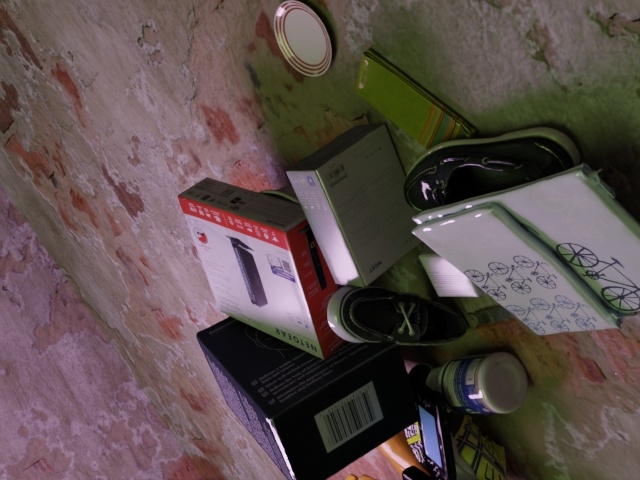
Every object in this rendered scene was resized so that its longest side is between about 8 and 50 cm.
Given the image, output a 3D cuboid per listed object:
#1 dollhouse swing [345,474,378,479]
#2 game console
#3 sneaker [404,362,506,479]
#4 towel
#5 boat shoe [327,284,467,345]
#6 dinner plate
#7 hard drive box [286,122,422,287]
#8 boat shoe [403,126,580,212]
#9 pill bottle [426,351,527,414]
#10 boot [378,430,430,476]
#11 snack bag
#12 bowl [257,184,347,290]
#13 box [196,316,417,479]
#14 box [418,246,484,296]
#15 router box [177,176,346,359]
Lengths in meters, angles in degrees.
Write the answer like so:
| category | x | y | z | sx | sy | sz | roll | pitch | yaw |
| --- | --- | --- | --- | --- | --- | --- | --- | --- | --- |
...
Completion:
| category | x | y | z | sx | sy | sz | roll | pitch | yaw |
| --- | --- | --- | --- | --- | --- | --- | --- | --- | --- |
| dollhouse swing | 0.134 | 0.844 | 2.202 | 0.347 | 0.305 | 0.315 | 8 | 127 | 51 |
| game console | 0.223 | 0.444 | 1.675 | 0.213 | 0.044 | 0.361 | 18 | 122 | 58 |
| sneaker | 0.287 | 0.430 | 1.766 | 0.384 | 0.147 | 0.145 | 68 | 153 | 11 |
| towel | 0.150 | -0.212 | 1.414 | 0.237 | 0.021 | 0.102 | 42 | 146 | 19 |
| boat shoe | 0.147 | 0.142 | 1.552 | 0.102 | 0.301 | 0.108 | -6 | 72 | 48 |
| dinner plate | -0.028 | -0.357 | 1.511 | 0.141 | 0.017 | 0.141 | 34 | 144 | 28 |
| hard drive box | 0.070 | -0.063 | 1.513 | 0.089 | 0.181 | 0.232 | 3 | 122 | 52 |
| boat shoe | 0.233 | -0.078 | 1.323 | 0.340 | 0.113 | 0.127 | -6 | 128 | 50 |
| pill bottle | 0.288 | 0.272 | 1.619 | 0.112 | 0.112 | 0.187 | 58 | 149 | -7 |
| boot | 0.202 | 0.471 | 1.871 | 0.295 | 0.104 | 0.211 | 56 | 177 | -25 |
| snack bag | 0.348 | 0.033 | 1.257 | 0.323 | 0.037 | 0.343 | 39 | 150 | -23 |
| bowl | 0.000 | 0.000 | 1.711 | 0.298 | 0.134 | 0.297 | 33 | 142 | 30 |
| box | -0.035 | 0.283 | 1.799 | 0.395 | 0.294 | 0.211 | 35 | 148 | 55 |
| box | 0.245 | 0.034 | 1.452 | 0.101 | 0.102 | 0.087 | -4 | 120 | 55 |
| router box | -0.112 | 0.050 | 1.700 | 0.336 | 0.082 | 0.301 | 18 | 134 | 44 |
